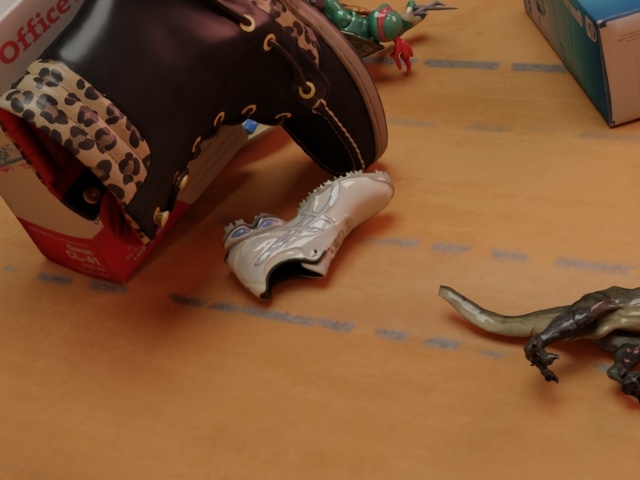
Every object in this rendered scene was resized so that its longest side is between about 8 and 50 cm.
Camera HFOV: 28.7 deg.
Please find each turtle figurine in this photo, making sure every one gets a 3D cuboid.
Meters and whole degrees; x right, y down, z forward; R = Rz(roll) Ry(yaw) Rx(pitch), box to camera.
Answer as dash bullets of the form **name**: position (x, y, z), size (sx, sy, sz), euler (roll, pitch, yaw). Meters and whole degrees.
- **turtle figurine**: position (0.027, -0.260, 1.426), size (0.234, 0.175, 0.118), euler (5, 69, 42)

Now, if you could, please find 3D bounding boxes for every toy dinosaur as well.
- **toy dinosaur**: position (0.216, 0.071, 0.980), size (0.268, 0.064, 0.118), euler (-4, 30, 19)

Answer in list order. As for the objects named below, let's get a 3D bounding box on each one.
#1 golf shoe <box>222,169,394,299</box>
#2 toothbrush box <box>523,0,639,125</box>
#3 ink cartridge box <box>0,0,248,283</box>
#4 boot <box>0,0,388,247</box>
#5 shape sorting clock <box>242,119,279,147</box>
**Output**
- **golf shoe**: position (0.000, 0.000, 1.164), size (0.176, 0.069, 0.086), euler (-27, 55, -7)
- **toothbrush box**: position (0.350, -0.269, 1.326), size (0.216, 0.126, 0.295), euler (-17, 36, -1)
- **ink cartridge box**: position (-0.226, -0.145, 1.196), size (0.131, 0.306, 0.226), euler (19, 59, 36)
- **boot**: position (-0.104, -0.114, 1.138), size (0.138, 0.377, 0.284), euler (14, 62, 40)
- **shape sorting clock**: position (-0.104, -0.155, 1.415), size (0.206, 0.040, 0.206), euler (-13, 39, 11)
